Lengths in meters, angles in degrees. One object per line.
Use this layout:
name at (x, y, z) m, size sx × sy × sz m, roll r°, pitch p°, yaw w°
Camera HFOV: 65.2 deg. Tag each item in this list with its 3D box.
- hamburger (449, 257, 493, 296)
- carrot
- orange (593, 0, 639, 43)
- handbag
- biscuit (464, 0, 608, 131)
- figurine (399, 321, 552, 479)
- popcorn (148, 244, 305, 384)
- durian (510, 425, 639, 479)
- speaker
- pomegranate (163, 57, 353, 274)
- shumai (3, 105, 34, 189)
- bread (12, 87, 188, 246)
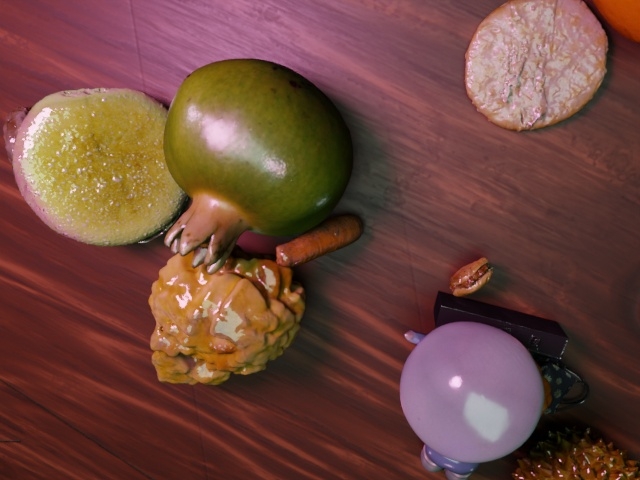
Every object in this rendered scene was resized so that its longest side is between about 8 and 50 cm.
hamburger at (0.263, 0.066, 0.875) m, size 0.076 × 0.083 × 0.044 m, roll -34°, pitch 87°, yaw -13°
carrot at (0.000, 0.000, 0.867) m, size 0.060 × 0.186 × 0.060 m, roll 30°, pitch 132°, yaw 40°
orange at (0.483, -0.388, 0.605) m, size 0.313 × 0.312 × 0.311 m, roll 3°, pitch 105°, yaw 10°
handbag at (0.424, 0.268, 0.915) m, size 0.139 × 0.072 × 0.115 m, roll 19°, pitch 109°, yaw -9°
biscuit at (0.340, -0.281, 0.795) m, size 0.220 × 0.033 × 0.219 m, roll 2°, pitch 104°, yaw 9°
figurine at (0.257, 0.320, 0.847) m, size 0.225 × 0.205 × 0.381 m, roll 9°, pitch 131°, yaw 30°
popcorn at (-0.187, 0.136, 0.902) m, size 0.265 × 0.225 × 0.332 m, roll 43°, pitch 108°, yaw -3°
durian at (0.459, 0.475, 0.879) m, size 0.259 × 0.258 × 0.292 m, roll 8°, pitch 116°, yaw 8°
speaker at (0.314, 0.148, 0.891) m, size 0.218 × 0.082 × 0.044 m, roll 14°, pitch 106°, yaw 5°
pomegranate at (-0.112, -0.123, 0.773) m, size 0.310 × 0.216 × 0.358 m, roll 30°, pitch 70°, yaw -1°
shumai at (-0.474, -0.152, 0.938) m, size 0.176 × 0.166 × 0.205 m, roll -12°, pitch 127°, yaw -19°
bread at (-0.373, -0.124, 0.886) m, size 0.302 × 0.045 × 0.300 m, roll -7°, pitch 107°, yaw -24°
